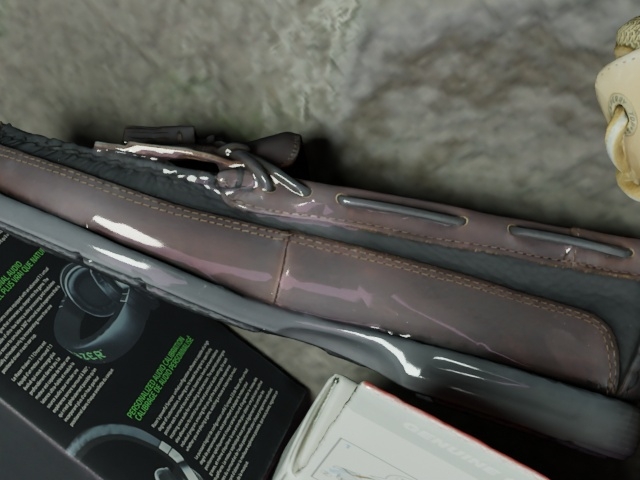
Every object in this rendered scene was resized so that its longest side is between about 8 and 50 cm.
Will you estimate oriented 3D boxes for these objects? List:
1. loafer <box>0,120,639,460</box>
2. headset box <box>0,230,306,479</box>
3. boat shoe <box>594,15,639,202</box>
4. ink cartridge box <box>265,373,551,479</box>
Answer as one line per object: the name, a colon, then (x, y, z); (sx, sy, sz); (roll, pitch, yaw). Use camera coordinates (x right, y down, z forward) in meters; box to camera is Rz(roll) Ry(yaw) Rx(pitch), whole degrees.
loafer: (0.000, 0.000, 0.537); (0.303, 0.109, 0.095); (20, 85, 5)
headset box: (-0.200, 0.088, 0.623); (0.283, 0.131, 0.246); (40, 124, -7)
boat shoe: (0.156, -0.050, 0.433); (0.110, 0.122, 0.341); (18, 113, 20)
ink cartridge box: (0.114, 0.141, 0.534); (0.275, 0.060, 0.239); (28, 150, 1)
